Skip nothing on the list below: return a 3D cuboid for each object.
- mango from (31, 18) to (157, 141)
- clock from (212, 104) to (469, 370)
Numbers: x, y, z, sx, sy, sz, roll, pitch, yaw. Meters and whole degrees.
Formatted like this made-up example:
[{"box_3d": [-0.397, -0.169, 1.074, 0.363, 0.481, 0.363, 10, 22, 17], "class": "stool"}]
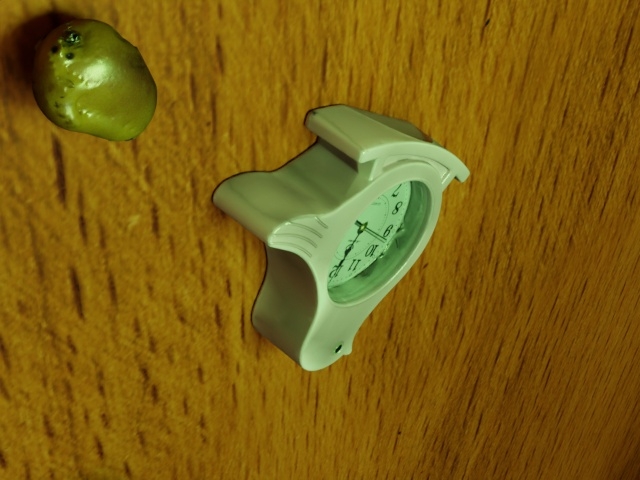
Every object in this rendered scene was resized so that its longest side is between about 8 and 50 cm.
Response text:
[{"box_3d": [-0.156, -0.108, 0.786, 0.077, 0.063, 0.127, -56, 157, -2], "class": "mango"}, {"box_3d": [0.000, 0.000, 1.118, 0.290, 0.080, 0.275, 10, 115, -58], "class": "clock"}]
